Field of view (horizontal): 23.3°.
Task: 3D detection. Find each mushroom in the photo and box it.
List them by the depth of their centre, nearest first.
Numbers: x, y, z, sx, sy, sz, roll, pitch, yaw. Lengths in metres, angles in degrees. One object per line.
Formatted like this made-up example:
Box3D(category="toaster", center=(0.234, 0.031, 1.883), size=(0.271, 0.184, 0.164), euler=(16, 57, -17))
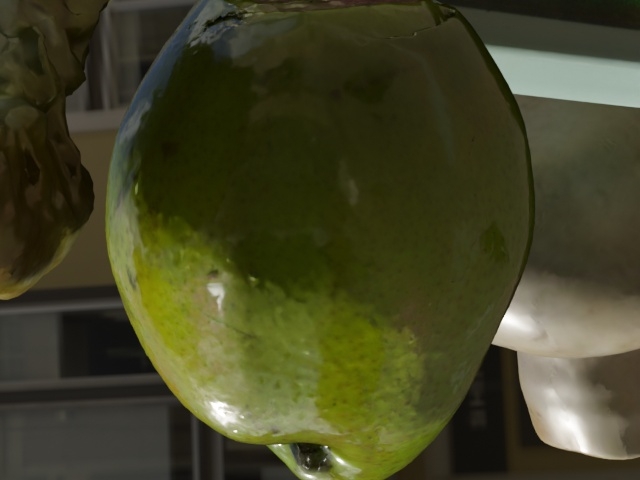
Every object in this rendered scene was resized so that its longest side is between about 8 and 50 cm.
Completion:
Box3D(category="mushroom", center=(0.173, -0.006, 1.030), size=(0.293, 0.292, 0.290), euler=(-81, -23, -49))

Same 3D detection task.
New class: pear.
Box3D(category="pear", center=(0.000, 0.000, 0.670), size=(0.187, 0.187, 0.220), euler=(-49, -35, -75))

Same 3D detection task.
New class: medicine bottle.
Box3D(category="medicine bottle", center=(0.072, -0.137, 0.765), size=(0.083, 0.228, 0.121), euler=(118, 155, -66))

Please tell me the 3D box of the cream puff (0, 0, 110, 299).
Box3D(category="cream puff", center=(-0.239, -0.102, 0.542), size=(0.270, 0.274, 0.323), euler=(-67, -32, -34))
